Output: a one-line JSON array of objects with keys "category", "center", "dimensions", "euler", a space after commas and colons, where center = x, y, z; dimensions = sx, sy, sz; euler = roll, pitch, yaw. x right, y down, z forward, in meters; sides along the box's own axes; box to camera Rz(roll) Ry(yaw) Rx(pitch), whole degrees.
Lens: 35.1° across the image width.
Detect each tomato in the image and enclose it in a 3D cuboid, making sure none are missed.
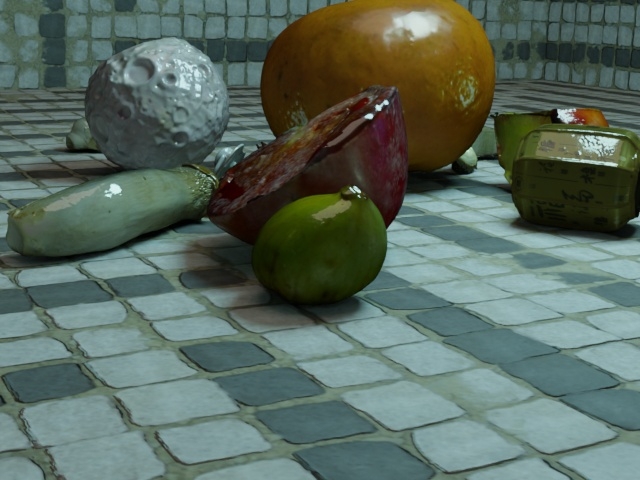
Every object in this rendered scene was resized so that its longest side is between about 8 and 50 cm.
[{"category": "tomato", "center": [0.014, -0.062, 1.300], "dimensions": [0.309, 0.170, 0.309], "euler": [-32, 17, 11]}]

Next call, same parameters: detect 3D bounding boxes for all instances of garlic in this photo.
[{"category": "garlic", "center": [-0.474, -0.221, 2.096], "dimensions": [0.113, 0.074, 0.094], "euler": [-17, 27, -10]}]

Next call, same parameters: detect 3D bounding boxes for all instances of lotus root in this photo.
[{"category": "lotus root", "center": [0.249, -0.213, 2.153], "dimensions": [0.260, 0.075, 0.170], "euler": [-3, 12, -23]}]

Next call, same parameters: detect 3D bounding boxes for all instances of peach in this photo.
[{"category": "peach", "center": [0.414, -0.152, 1.711], "dimensions": [0.153, 0.159, 0.267], "euler": [-8, 6, -18]}]

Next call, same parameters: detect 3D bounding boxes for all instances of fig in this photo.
[{"category": "fig", "center": [0.000, 0.011, 1.102], "dimensions": [0.152, 0.121, 0.136], "euler": [-21, 19, 4]}]

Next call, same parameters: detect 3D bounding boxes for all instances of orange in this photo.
[{"category": "orange", "center": [0.103, -0.267, 1.818], "dimensions": [0.423, 0.326, 0.424], "euler": [-11, 9, 2]}]

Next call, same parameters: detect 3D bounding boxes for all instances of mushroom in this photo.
[{"category": "mushroom", "center": [-0.264, -0.042, 1.350], "dimensions": [0.122, 0.095, 0.351], "euler": [-13, 3, 33]}]

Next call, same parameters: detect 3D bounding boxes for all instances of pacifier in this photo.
[{"category": "pacifier", "center": [-0.133, -0.107, 1.602], "dimensions": [0.078, 0.081, 0.099], "euler": [35, -8, 4]}]

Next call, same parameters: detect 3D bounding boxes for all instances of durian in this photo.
[{"category": "durian", "center": [0.280, -0.165, 1.967], "dimensions": [0.052, 0.066, 0.130], "euler": [5, 23, 14]}]

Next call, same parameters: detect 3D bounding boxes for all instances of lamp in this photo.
[{"category": "lamp", "center": [0.384, -0.095, 1.506], "dimensions": [0.185, 0.161, 0.161], "euler": [6, 14, 23]}]

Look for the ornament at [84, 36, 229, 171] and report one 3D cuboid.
[{"category": "ornament", "center": [-0.288, -0.228, 1.803], "dimensions": [0.259, 0.225, 0.259], "euler": [-24, 2, 1]}]
